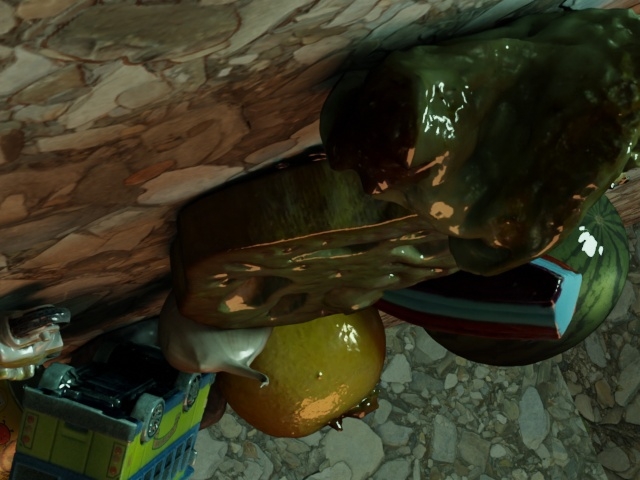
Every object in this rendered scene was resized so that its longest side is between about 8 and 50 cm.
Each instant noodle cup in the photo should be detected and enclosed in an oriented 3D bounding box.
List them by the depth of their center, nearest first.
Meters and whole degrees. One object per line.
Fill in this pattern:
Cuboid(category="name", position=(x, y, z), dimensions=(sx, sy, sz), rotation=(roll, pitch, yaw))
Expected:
Cuboid(category="instant noodle cup", position=(-0.426, 0.239, 1.416), dimensions=(0.144, 0.182, 0.182), rotation=(-34, 169, 8))

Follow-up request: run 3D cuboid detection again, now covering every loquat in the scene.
Cuboid(category="loquat", position=(-0.024, 0.167, 1.598), dimensions=(0.274, 0.275, 0.275), rotation=(-22, 170, -4))

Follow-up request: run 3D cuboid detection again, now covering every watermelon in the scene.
Cuboid(category="watermelon", position=(0.271, 0.041, 1.537), dimensions=(0.279, 0.279, 0.359), rotation=(-13, 170, -43))

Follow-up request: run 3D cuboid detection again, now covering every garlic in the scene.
Cuboid(category="garlic", position=(-0.136, 0.122, 1.350), dimensions=(0.148, 0.128, 0.266), rotation=(-25, -155, 12))

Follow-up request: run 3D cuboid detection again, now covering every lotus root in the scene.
Cuboid(category="lotus root", position=(0.000, 0.000, 1.169), dimensions=(0.390, 0.111, 0.375), rotation=(-25, 158, 37))

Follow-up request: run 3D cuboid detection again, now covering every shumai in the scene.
Cuboid(category="shumai", position=(0.141, -0.123, 0.868), dimensions=(0.222, 0.203, 0.272), rotation=(-31, -158, 52))

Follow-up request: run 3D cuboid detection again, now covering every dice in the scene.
Cuboid(category="dice", position=(-0.267, 0.227, 1.639), dimensions=(0.183, 0.182, 0.181), rotation=(-11, 167, -45))

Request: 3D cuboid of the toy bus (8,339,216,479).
Cuboid(category="toy bus", position=(-0.257, 0.245, 1.352), dimensions=(0.152, 0.190, 0.312), rotation=(16, -171, 11))

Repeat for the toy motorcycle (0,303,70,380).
Cuboid(category="toy motorcycle", position=(-0.356, 0.120, 1.181), dimensions=(0.151, 0.074, 0.228), rotation=(-14, 170, -27))

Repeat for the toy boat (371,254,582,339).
Cuboid(category="toy boat", position=(0.132, 0.038, 1.348), dimensions=(0.392, 0.136, 0.079), rotation=(12, 161, 35))

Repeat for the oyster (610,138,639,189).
Cuboid(category="oyster", position=(0.294, -0.097, 1.265), dimensions=(0.337, 0.133, 0.198), rotation=(-20, 168, 22))
